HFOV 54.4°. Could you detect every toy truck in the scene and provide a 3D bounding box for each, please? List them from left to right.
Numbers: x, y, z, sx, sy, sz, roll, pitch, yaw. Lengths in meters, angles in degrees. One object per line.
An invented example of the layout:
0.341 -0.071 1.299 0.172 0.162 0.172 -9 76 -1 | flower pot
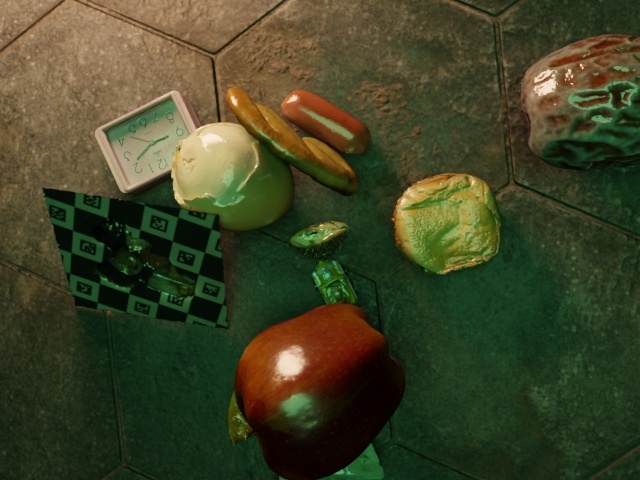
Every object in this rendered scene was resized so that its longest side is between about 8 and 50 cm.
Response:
0.026 0.090 1.244 0.076 0.077 0.111 -30 89 4 | toy truck

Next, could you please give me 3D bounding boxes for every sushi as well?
-0.343 0.023 1.227 0.339 0.069 0.320 8 132 6 | sushi

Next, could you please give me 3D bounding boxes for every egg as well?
-0.157 -0.114 1.185 0.201 0.244 0.201 -20 61 39 | egg

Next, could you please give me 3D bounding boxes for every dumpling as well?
0.020 0.424 1.238 0.216 0.105 0.149 2 98 8 | dumpling

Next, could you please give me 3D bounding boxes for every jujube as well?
0.526 -0.239 1.118 0.307 0.246 0.215 -9 48 15 | jujube

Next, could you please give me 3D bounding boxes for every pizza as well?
-0.126 0.343 1.281 0.130 0.041 0.178 6 92 7 | pizza

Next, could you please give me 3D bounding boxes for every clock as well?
-0.339 -0.199 1.271 0.197 0.063 0.150 -25 90 5 | clock

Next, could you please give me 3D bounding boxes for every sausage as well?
0.012 -0.235 1.240 0.194 0.077 0.077 31 93 4 | sausage

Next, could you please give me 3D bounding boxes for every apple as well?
-0.010 0.274 1.142 0.316 0.288 0.288 -31 89 -21 | apple

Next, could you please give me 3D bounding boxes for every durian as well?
0.001 0.003 1.272 0.130 0.052 0.066 -13 52 1 | durian

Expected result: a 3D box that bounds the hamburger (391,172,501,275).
0.243 -0.032 1.210 0.213 0.108 0.214 0 93 5 | hamburger

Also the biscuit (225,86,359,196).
-0.047 -0.179 1.161 0.299 0.154 0.045 30 114 -25 | biscuit
